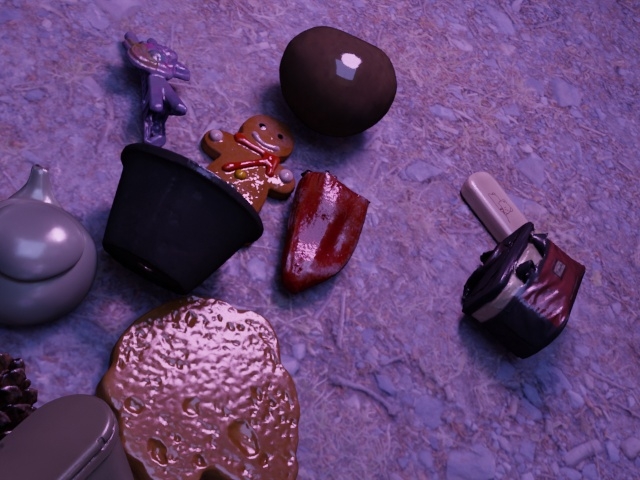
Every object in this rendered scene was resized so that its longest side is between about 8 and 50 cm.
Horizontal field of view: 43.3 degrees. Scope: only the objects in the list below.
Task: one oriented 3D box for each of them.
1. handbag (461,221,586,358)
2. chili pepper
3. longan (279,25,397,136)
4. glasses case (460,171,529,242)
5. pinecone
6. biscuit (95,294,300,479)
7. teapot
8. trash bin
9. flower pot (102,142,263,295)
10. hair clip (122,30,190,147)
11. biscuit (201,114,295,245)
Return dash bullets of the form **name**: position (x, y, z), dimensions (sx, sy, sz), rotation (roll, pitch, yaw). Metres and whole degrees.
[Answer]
- **handbag**: position (0.400, 0.086, 1.587), dimensions (0.181, 0.181, 0.254), rotation (39, 46, 0)
- **chili pepper**: position (0.000, 0.000, 1.499), dimensions (0.144, 0.136, 0.253), rotation (55, 44, -47)
- **longan**: position (0.032, -0.329, 1.662), dimensions (0.246, 0.215, 0.246), rotation (30, 47, -37)
- **glasses case**: position (0.389, -0.064, 1.770), dimensions (0.083, 0.050, 0.196), rotation (-25, 72, -36)
- **pinecone**: position (-0.444, 0.239, 1.026), dimensions (0.179, 0.184, 0.205), rotation (42, 48, -42)
- **biscuit**: position (-0.180, 0.249, 1.248), dimensions (0.312, 0.057, 0.351), rotation (-9, 61, -32)
- **teapot**: position (-0.482, 0.033, 1.181), dimensions (0.318, 0.149, 0.220), rotation (-28, 72, -39)
- **trash bin**: position (-0.319, 0.353, 0.970), dimensions (0.121, 0.248, 0.243), rotation (12, 38, 30)
- **flower pot**: position (-0.242, -0.017, 1.306), dimensions (0.269, 0.269, 0.166), rotation (29, 70, -6)
- **hair clip**: position (-0.312, -0.310, 1.553), dimensions (0.137, 0.090, 0.279), rotation (7, 55, -34)
- **biscuit**: position (-0.145, -0.142, 1.552), dimensions (0.205, 0.049, 0.324), rotation (35, 47, 0)
